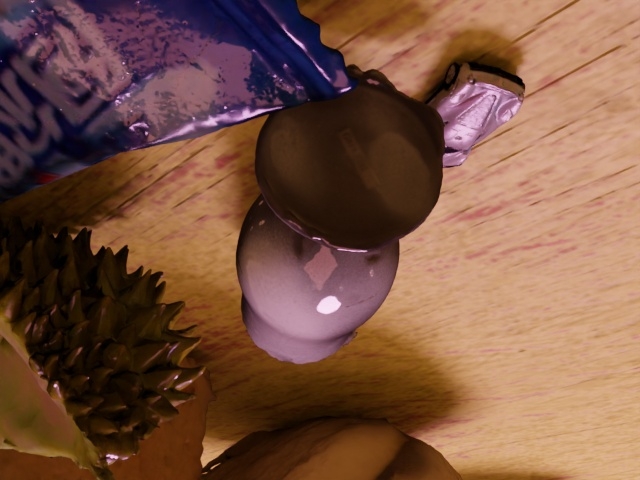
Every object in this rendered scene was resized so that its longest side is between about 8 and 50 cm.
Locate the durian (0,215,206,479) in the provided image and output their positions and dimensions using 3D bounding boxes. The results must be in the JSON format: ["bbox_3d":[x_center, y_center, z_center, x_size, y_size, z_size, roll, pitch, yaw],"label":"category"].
[{"bbox_3d":[-0.235,0.064,0.658,0.356,0.169,0.157,3,175,21],"label":"durian"}]

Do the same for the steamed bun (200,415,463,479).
[{"bbox_3d":[-0.040,0.322,0.895,0.230,0.372,0.325,54,156,-7],"label":"steamed bun"}]

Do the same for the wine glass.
[{"bbox_3d":[0.000,0.000,0.598,0.103,0.103,0.222,10,155,-5],"label":"wine glass"}]

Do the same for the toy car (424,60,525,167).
[{"bbox_3d":[0.073,-0.063,0.550,0.041,0.025,0.093,16,148,-15],"label":"toy car"}]

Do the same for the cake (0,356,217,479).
[{"bbox_3d":[-0.268,0.187,0.838,0.286,0.227,0.222,-19,141,37],"label":"cake"}]

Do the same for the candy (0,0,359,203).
[{"bbox_3d":[-0.153,-0.089,0.506,0.331,0.077,0.187,-14,144,35],"label":"candy"}]
